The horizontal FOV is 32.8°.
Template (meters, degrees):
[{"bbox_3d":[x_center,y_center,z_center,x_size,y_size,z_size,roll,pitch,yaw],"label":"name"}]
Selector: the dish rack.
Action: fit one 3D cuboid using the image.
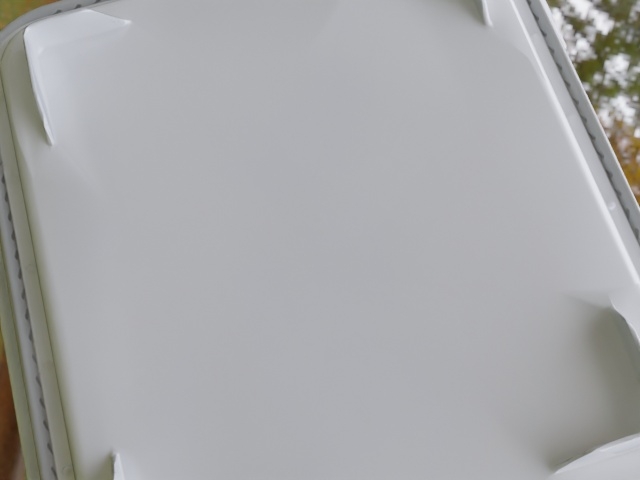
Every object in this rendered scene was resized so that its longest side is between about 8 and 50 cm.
[{"bbox_3d":[0.000,0.000,0.450,0.072,0.285,0.333,84,-11,-65],"label":"dish rack"}]
